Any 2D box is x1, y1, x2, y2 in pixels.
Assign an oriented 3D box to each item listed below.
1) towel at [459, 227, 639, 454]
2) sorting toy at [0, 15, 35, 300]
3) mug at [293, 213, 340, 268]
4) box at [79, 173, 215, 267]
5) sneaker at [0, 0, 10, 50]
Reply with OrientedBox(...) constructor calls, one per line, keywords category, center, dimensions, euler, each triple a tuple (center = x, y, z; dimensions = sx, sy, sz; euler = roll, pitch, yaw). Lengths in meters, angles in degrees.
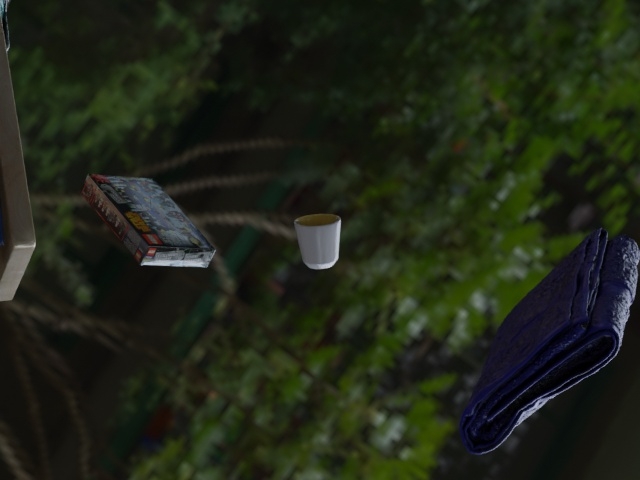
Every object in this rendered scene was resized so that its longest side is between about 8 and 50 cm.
OrientedBox(category="towel", center=(0.263, 0.106, 2.175), dimensions=(0.227, 0.076, 0.308), euler=(-40, -174, 24))
OrientedBox(category="sorting toy", center=(-0.382, -0.080, 2.015), dimensions=(0.257, 0.089, 0.255), euler=(135, -54, -69))
OrientedBox(category="mug", center=(0.002, 0.001, 2.491), dimensions=(0.062, 0.064, 0.078), euler=(4, -162, 30))
OrientedBox(category="box", center=(-0.187, -0.022, 2.021), dimensions=(0.137, 0.094, 0.027), euler=(46, -60, 37))
OrientedBox(category="sneaker", center=(-0.409, -0.326, 2.334), dimensions=(0.295, 0.124, 0.178), euler=(-40, -145, 27))
